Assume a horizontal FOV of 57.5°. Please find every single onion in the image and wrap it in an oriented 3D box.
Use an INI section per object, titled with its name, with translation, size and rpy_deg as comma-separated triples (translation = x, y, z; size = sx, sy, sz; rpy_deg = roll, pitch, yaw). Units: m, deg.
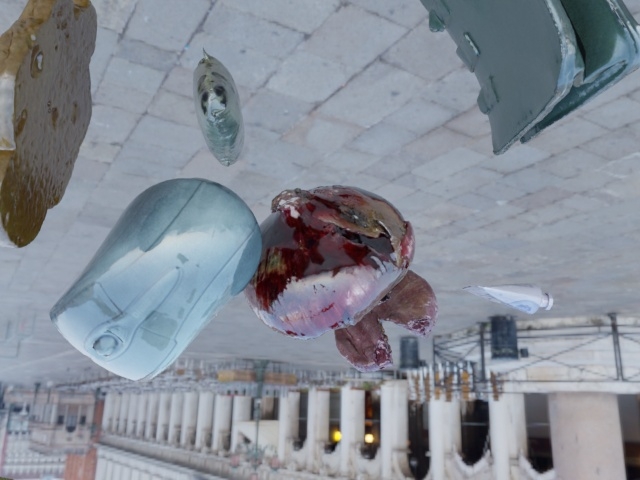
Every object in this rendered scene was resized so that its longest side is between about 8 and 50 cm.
[onion]
translation = 0.000, 0.000, 0.851
size = 0.272, 0.272, 0.195
rpy_deg = -4, 132, 20

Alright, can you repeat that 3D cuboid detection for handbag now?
[handbag]
translation = 0.185, -0.232, 0.592
size = 0.079, 0.247, 0.260
rpy_deg = -23, 174, -2

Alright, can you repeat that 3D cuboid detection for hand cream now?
[hand cream]
translation = 0.323, 0.094, 0.993
size = 0.142, 0.053, 0.084
rpy_deg = 8, 171, -3

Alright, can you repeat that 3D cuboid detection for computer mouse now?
[computer mouse]
translation = -0.233, 0.075, 0.779
size = 0.188, 0.122, 0.371
rpy_deg = 41, 117, -12

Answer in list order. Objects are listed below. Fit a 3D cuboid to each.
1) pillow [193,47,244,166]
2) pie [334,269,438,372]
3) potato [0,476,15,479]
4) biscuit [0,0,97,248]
[pillow]
translation = -0.114, -0.147, 0.653
size = 0.051, 0.093, 0.241
rpy_deg = -12, 177, -5
[pie]
translation = 0.125, 0.150, 1.140
size = 0.218, 0.204, 0.054
rpy_deg = -32, 133, 13
[potato]
translation = -0.148, 0.164, 0.275
size = 0.103, 0.066, 0.096
rpy_deg = 44, 166, -7
[biscuit]
translation = -0.282, -0.132, 0.581
size = 0.041, 0.290, 0.208
rpy_deg = 11, 153, -8
